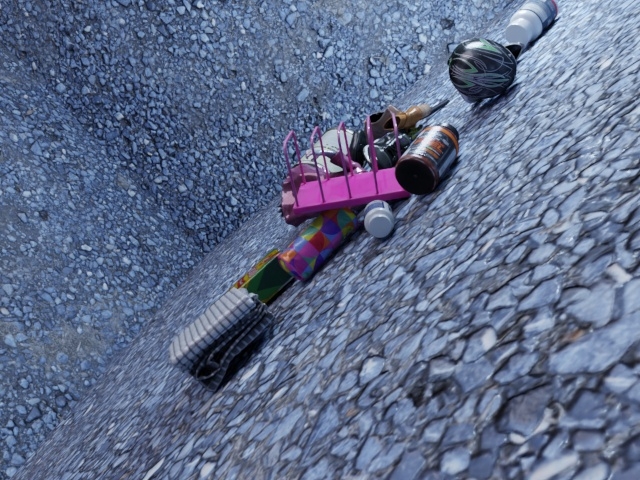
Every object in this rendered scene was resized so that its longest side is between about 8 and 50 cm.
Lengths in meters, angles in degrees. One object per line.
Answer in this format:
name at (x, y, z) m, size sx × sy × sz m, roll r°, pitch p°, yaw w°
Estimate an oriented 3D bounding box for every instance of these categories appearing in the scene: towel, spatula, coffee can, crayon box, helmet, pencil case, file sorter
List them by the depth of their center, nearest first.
towel at (-0.230, 0.226, 1.462) m, size 0.235 × 0.121 × 0.284 m, roll -42°, pitch 9°, yaw -13°
file sorter at (0.067, -0.204, 1.572) m, size 0.291 × 0.182 × 0.202 m, roll -9°, pitch 22°, yaw 8°
pencil case at (0.000, 0.000, 1.580) m, size 0.236 × 0.104 × 0.104 m, roll -44°, pitch 11°, yaw -14°
helmet at (0.435, -0.461, 1.669) m, size 0.169 × 0.169 × 0.161 m, roll -38°, pitch 34°, yaw 17°
crayon box at (-0.211, 0.159, 1.721) m, size 0.318 × 0.081 × 0.202 m, roll -43°, pitch 8°, yaw -5°
spatula at (0.464, -0.515, 2.169) m, size 0.296 × 0.030 × 0.084 m, roll -40°, pitch 13°, yaw 10°
coffee can at (0.029, -0.262, 2.241) m, size 0.201 × 0.201 × 0.275 m, roll -31°, pitch 15°, yaw 44°

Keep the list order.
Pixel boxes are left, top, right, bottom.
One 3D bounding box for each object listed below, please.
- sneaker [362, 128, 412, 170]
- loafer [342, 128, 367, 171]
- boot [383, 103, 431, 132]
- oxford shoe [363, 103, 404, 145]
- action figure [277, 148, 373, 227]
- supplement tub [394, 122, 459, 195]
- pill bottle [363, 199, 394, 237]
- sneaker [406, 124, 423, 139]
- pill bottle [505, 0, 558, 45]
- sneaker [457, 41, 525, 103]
sneaker at (0.222, -0.296, 1.973) m, size 0.124 × 0.107 × 0.283 m, roll -30°, pitch 15°, yaw 25°
loafer at (0.097, -0.248, 1.988) m, size 0.078 × 0.223 × 0.076 m, roll 9°, pitch -1°, yaw 30°
boot at (0.272, -0.401, 2.128) m, size 0.152 × 0.073 × 0.197 m, roll -26°, pitch -9°, yaw -33°
oxford shoe at (0.222, -0.435, 2.430) m, size 0.130 × 0.132 × 0.364 m, roll -48°, pitch 12°, yaw -28°
action figure at (0.052, -0.139, 1.840) m, size 0.370 × 0.248 × 0.276 m, roll -6°, pitch -3°, yaw 42°
supplement tub at (0.256, -0.198, 1.437) m, size 0.106 × 0.106 × 0.198 m, roll -30°, pitch 16°, yaw 48°
pill bottle at (0.130, -0.046, 1.379) m, size 0.067 × 0.067 × 0.120 m, roll -39°, pitch 11°, yaw 13°
sneaker at (0.318, -0.372, 2.100) m, size 0.083 × 0.035 × 0.031 m, roll -46°, pitch 12°, yaw -23°
pill bottle at (0.665, -0.695, 1.961) m, size 0.180 × 0.108 × 0.108 m, roll -47°, pitch 12°, yaw -24°
sneaker at (0.499, -0.512, 1.827) m, size 0.281 × 0.105 × 0.115 m, roll -48°, pitch 13°, yaw -28°
